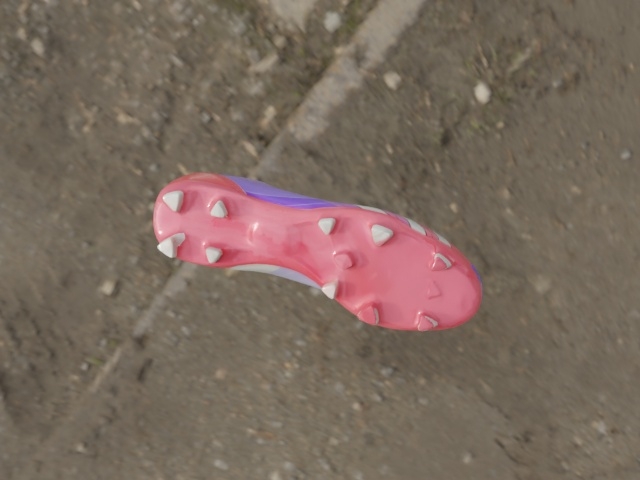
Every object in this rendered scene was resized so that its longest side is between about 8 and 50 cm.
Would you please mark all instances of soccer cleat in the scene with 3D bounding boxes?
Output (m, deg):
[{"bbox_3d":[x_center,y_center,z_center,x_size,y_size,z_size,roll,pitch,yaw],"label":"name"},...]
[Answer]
[{"bbox_3d":[0.000,0.000,0.979,0.248,0.095,0.083,13,110,11],"label":"soccer cleat"}]
